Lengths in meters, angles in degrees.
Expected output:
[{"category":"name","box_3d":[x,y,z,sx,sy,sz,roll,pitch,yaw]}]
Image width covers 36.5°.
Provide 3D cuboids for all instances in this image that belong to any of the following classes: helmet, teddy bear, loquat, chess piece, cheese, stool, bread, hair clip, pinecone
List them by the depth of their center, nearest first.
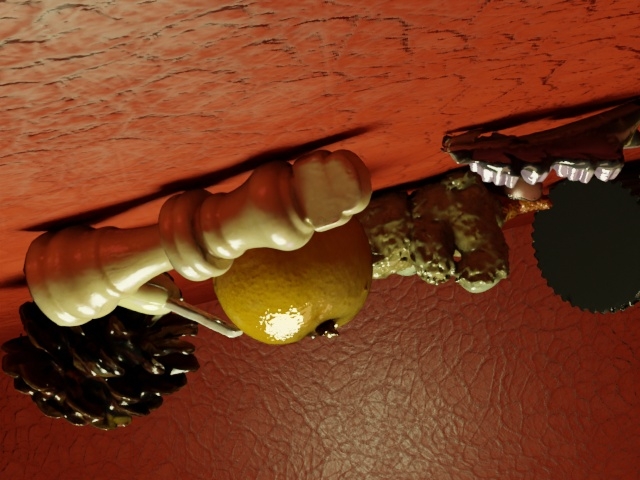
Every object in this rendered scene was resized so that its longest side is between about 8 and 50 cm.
[{"category":"chess piece","box_3d":[-0.130,-0.009,1.040,0.397,0.117,0.117,-18,174,24]},{"category":"hair clip","box_3d":[0.272,-0.112,1.143,0.292,0.084,0.106,-9,-143,-19]},{"category":"loquat","box_3d":[-0.033,0.037,1.246,0.208,0.208,0.208,-13,175,-1]},{"category":"cheese","box_3d":[-0.215,0.072,1.275,0.252,0.054,0.127,23,-173,17]},{"category":"teddy bear","box_3d":[0.151,-0.012,1.487,0.256,0.156,0.267,-19,-157,14]},{"category":"pinecone","box_3d":[-0.334,0.155,1.509,0.296,0.242,0.298,-28,-155,6]},{"category":"helmet","box_3d":[0.317,-0.098,1.556,0.084,0.049,0.065,10,-143,13]},{"category":"bread","box_3d":[0.270,-0.056,1.696,0.269,0.095,0.139,-24,-153,-28]},{"category":"stool","box_3d":[0.669,-0.023,2.101,0.330,0.297,0.297,-16,178,-43]}]
